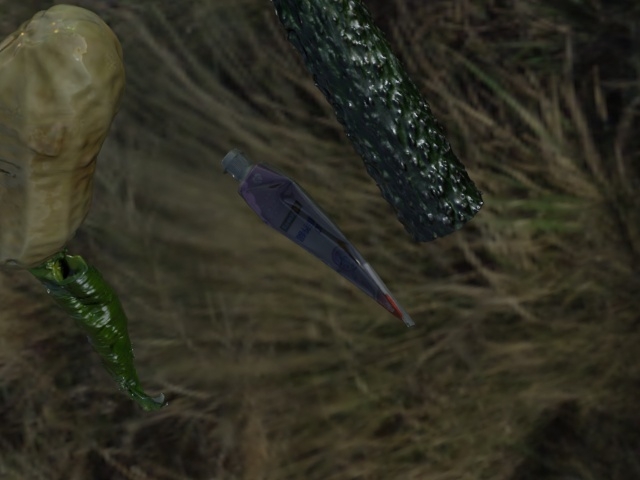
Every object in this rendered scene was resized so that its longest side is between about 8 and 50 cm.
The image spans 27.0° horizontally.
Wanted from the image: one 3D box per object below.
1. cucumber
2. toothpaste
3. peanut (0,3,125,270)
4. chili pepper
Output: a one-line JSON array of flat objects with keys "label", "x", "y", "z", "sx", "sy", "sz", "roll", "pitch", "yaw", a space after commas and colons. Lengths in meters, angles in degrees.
[{"label": "cucumber", "x": 0.043, "y": -0.158, "z": 1.337, "sx": 0.096, "sy": 0.096, "sz": 0.359, "roll": -10, "pitch": 124, "yaw": 45}, {"label": "toothpaste", "x": 0.000, "y": 0.000, "z": 1.578, "sx": 0.301, "sy": 0.048, "sz": 0.075, "roll": 42, "pitch": 153, "yaw": 5}, {"label": "peanut", "x": -0.256, "y": -0.083, "z": 1.192, "sx": 0.130, "sy": 0.130, "sz": 0.290, "roll": 48, "pitch": 137, "yaw": 27}, {"label": "chili pepper", "x": -0.268, "y": 0.108, "z": 1.662, "sx": 0.085, "sy": 0.359, "sz": 0.076, "roll": 5, "pitch": 61, "yaw": 15}]
